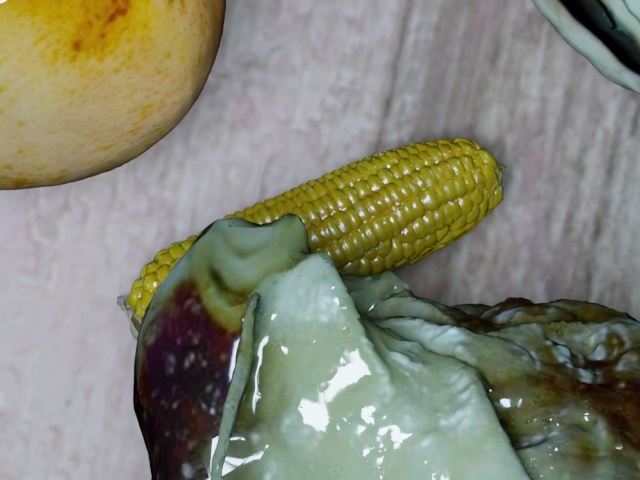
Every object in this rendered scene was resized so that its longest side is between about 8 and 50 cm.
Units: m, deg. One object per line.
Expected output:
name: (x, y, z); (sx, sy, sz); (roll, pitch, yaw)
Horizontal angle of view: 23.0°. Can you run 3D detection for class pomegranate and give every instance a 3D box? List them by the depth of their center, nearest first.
pomegranate: (-0.213, -0.170, 1.036); (0.319, 0.319, 0.319); (0, 91, -14)

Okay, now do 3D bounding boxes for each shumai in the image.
shumai: (0.031, 0.137, 1.039); (0.348, 0.395, 0.395); (38, 82, -15)

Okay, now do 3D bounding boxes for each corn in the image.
corn: (0.000, -0.001, 1.188); (0.313, 0.102, 0.102); (-28, 97, -13)

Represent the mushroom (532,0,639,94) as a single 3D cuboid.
mushroom: (0.259, -0.245, 1.243); (0.344, 0.130, 0.247); (44, 65, -12)
